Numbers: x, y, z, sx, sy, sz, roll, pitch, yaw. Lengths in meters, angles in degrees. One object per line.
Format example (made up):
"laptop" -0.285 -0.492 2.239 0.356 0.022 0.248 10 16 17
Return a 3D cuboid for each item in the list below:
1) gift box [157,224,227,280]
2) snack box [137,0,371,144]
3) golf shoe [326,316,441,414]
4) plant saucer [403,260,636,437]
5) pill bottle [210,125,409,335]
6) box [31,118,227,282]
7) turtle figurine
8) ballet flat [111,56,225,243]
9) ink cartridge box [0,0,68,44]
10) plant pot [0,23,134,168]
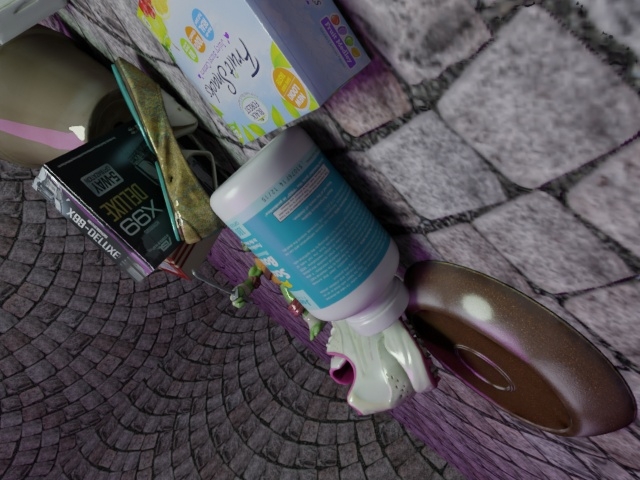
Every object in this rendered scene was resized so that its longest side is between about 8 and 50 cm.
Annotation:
"gift box" -0.378 -0.068 1.085 0.276 0.258 0.255 19 156 12
"snack box" -0.075 -0.188 0.381 0.174 0.070 0.207 51 163 -21
"golf shoe" 0.053 0.135 0.657 0.115 0.140 0.306 55 179 -31
"plant saucer" 0.225 0.152 0.549 0.310 0.050 0.311 40 164 14
"pill bottle" 0.000 0.000 0.528 0.264 0.146 0.146 49 163 -15
"box" -0.341 -0.104 0.827 0.076 0.307 0.242 -31 108 36
"turtle figurine" -0.086 0.074 0.830 0.266 0.198 0.275 38 166 8
"ballet flat" -0.264 -0.169 0.764 0.349 0.123 0.123 70 161 -3
"ink cartridge box" -0.583 -0.479 0.717 0.212 0.154 0.093 47 163 -10
"plant pot" -0.556 -0.289 0.940 0.280 0.323 0.323 21 158 13
